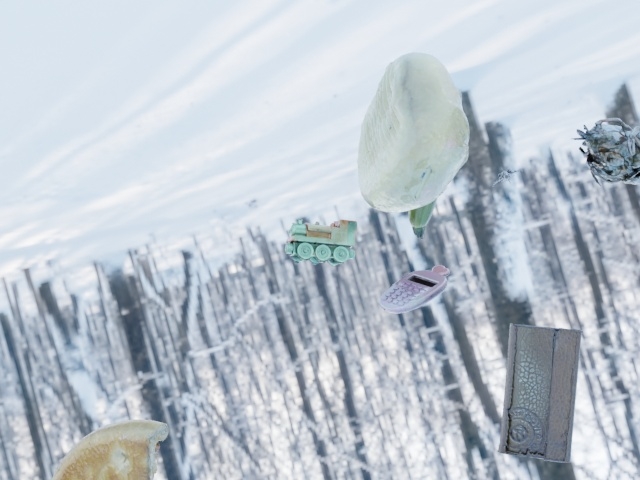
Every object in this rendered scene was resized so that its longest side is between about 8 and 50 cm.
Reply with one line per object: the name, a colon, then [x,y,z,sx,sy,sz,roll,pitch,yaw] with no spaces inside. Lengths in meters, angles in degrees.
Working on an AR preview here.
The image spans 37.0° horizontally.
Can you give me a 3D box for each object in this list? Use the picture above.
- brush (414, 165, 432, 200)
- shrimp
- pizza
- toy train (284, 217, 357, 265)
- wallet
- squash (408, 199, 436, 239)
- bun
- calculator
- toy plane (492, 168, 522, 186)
brush: [0.199,-0.112,1.871,0.013,0.016,0.083,6,-128,31]
shrimp: [0.654,-0.199,2.045,0.172,0.137,0.372,-35,162,26]
pizza: [-0.321,0.352,1.432,0.271,0.134,0.056,-48,173,21]
toy train: [0.000,0.000,2.338,0.176,0.118,0.074,7,168,-16]
wallet: [0.402,0.278,1.750,0.133,0.243,0.039,6,180,11]
squash: [0.260,-0.126,2.341,0.066,0.252,0.066,15,-161,-6]
bun: [0.214,-0.226,2.082,0.213,0.360,0.361,11,172,-13]
calculator: [0.187,0.095,1.857,0.166,0.024,0.103,-31,-153,-28]
toy plane: [0.435,-0.152,2.244,0.079,0.031,0.083,-30,162,13]
